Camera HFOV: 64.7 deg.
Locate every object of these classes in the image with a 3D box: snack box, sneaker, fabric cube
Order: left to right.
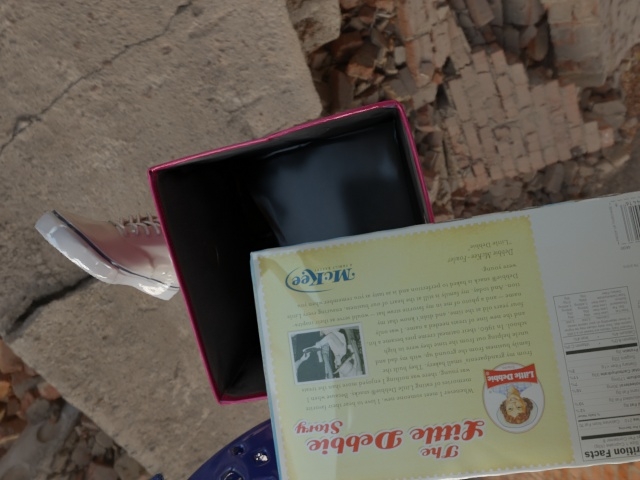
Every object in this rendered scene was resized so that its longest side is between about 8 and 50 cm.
[{"bbox_3d":[-0.237,0.002,0.630,0.091,0.094,0.258,-51,162,-5],"label":"sneaker"},{"bbox_3d":[0.000,0.000,0.597,0.259,0.258,0.254,-13,98,10],"label":"fabric cube"},{"bbox_3d":[0.117,0.077,0.389,0.321,0.060,0.187,-9,85,7],"label":"snack box"}]

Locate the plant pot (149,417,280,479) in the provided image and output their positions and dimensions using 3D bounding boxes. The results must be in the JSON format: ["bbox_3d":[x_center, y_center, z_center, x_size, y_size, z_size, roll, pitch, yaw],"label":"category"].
[{"bbox_3d":[-0.088,0.381,0.581,0.212,0.236,0.236,-11,133,-27],"label":"plant pot"}]
